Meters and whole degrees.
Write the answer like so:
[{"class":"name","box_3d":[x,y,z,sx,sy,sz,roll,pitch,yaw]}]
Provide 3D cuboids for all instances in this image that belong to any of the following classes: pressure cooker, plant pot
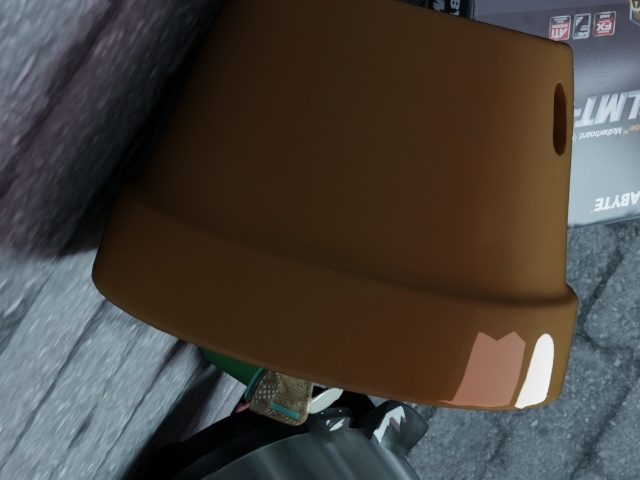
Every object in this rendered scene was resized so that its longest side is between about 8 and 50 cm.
[{"class":"pressure cooker","box_3d":[-0.026,0.362,1.672,0.370,0.420,0.375,-16,139,-28]},{"class":"plant pot","box_3d":[0.027,-0.042,0.967,0.291,0.291,0.203,-27,132,-76]}]

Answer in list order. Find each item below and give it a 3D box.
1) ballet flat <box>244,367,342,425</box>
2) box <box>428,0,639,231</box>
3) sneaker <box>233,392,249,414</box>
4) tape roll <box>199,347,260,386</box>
[{"class":"ballet flat","box_3d":[-0.004,0.119,1.514,0.073,0.067,0.206,-62,170,29]},{"class":"box","box_3d":[0.229,-0.152,1.530,0.295,0.073,0.293,-9,113,-31]},{"class":"sneaker","box_3d":[-0.091,0.319,2.074,0.314,0.136,0.116,-59,171,7]},{"class":"tape roll","box_3d":[0.000,0.000,1.609,0.321,0.077,0.321,-57,173,-11]}]
